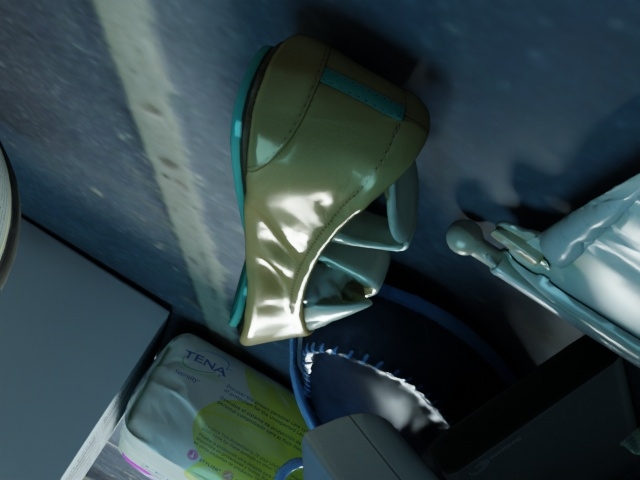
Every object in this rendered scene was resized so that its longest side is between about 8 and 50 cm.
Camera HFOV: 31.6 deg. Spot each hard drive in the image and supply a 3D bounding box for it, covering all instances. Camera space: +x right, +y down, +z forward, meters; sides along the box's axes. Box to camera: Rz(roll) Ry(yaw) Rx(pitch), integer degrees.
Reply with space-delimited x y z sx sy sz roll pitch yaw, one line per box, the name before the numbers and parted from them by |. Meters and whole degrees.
hard drive | 0.108 0.105 0.546 0.022 0.094 0.135 54 177 38

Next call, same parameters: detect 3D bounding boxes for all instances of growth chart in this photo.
growth chart | 0.157 0.020 0.381 0.172 0.021 0.237 34 160 -8

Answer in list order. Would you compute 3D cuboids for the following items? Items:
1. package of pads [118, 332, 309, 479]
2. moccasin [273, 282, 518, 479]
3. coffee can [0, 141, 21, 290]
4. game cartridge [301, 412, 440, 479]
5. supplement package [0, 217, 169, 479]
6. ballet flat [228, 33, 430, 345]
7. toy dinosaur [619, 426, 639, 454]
package of pads | -0.026 0.201 0.939 0.296 0.101 0.229 31 161 -2
moccasin | 0.058 0.145 0.668 0.137 0.117 0.342 19 155 29
coffee can | -0.262 -0.056 0.533 0.201 0.202 0.275 29 159 5
game cartridge | 0.055 0.239 0.524 0.198 0.062 0.297 -129 28 -65
supplement package | -0.266 0.116 0.939 0.199 0.198 0.263 32 160 -1
ballet flat | 0.000 0.000 0.480 0.073 0.080 0.232 17 159 3
toy dinosaur | 0.141 -0.005 0.256 0.118 0.064 0.268 27 146 28
